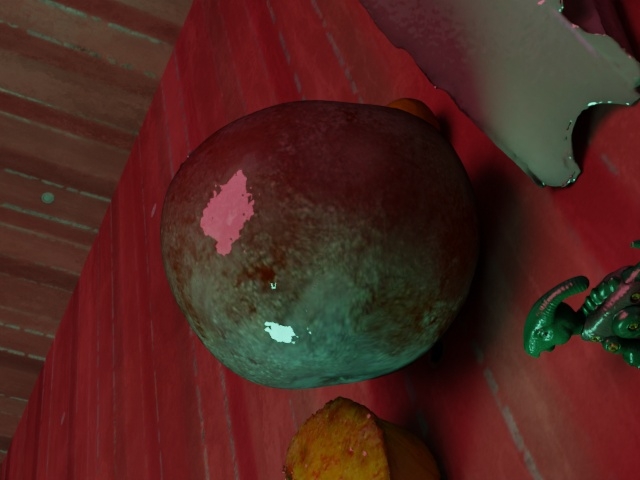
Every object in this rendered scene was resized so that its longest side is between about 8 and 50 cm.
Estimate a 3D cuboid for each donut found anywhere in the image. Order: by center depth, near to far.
[{"bbox_3d":[0.050,0.245,1.030,0.152,0.101,0.259,-64,22,21],"label":"donut"}]

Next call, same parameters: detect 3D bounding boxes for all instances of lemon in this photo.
[{"bbox_3d":[0.098,-0.113,1.215,0.082,0.082,0.111,-52,23,43],"label":"lemon"}]

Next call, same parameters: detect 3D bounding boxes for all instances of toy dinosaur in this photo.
[{"bbox_3d":[0.211,0.048,0.791,0.059,0.096,0.132,-99,30,-46],"label":"toy dinosaur"}]

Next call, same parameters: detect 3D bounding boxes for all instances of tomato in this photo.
[{"bbox_3d":[0.000,0.000,1.053,0.316,0.316,0.283,-39,55,55],"label":"tomato"}]

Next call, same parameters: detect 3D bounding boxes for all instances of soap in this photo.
[{"bbox_3d":[0.128,-0.227,0.981,0.159,0.257,0.302,-53,29,38],"label":"soap"}]
